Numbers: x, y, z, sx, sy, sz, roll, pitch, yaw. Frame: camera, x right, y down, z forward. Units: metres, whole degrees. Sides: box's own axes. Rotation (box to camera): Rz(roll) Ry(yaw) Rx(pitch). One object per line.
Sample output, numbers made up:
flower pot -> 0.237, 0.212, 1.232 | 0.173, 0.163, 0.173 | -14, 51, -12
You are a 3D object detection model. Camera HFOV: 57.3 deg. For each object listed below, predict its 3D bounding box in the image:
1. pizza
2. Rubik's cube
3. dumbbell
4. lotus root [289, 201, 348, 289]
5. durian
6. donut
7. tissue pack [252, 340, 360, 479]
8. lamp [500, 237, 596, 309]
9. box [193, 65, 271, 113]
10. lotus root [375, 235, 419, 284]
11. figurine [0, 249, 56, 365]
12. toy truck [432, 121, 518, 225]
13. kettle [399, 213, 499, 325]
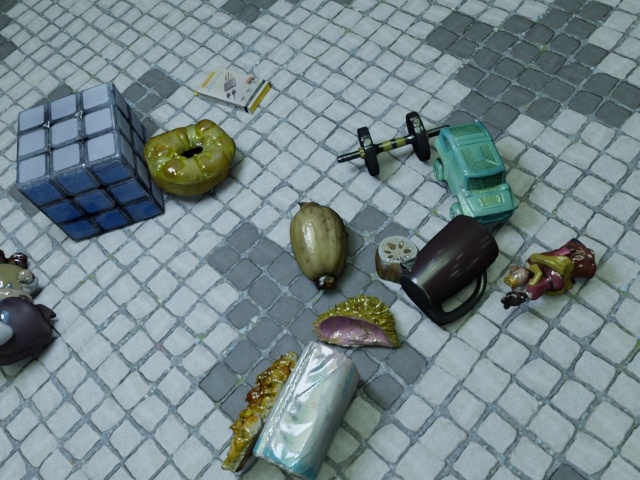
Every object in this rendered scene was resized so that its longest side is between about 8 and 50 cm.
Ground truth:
pizza -> -0.137, 0.383, 1.338 | 0.086, 0.161, 0.305 | 29, 68, 12
Rubik's cube -> -0.664, -0.225, 1.711 | 0.306, 0.301, 0.303 | -19, 58, 0
dumbbell -> 0.204, -0.270, 1.639 | 0.326, 0.143, 0.143 | -16, 59, 3
lotus root -> 0.000, 0.000, 1.540 | 0.155, 0.140, 0.256 | 2, 65, -33
durian -> 0.093, 0.200, 1.426 | 0.183, 0.165, 0.132 | 8, 94, 41
donut -> -0.377, -0.237, 1.722 | 0.262, 0.128, 0.208 | -26, 65, -27
tissue pack -> -0.021, 0.380, 1.294 | 0.124, 0.201, 0.271 | 20, 69, 18
lamp -> 0.524, 0.083, 1.391 | 0.253, 0.118, 0.118 | -24, 59, -2
box -> -0.299, -0.504, 1.943 | 0.247, 0.033, 0.129 | 21, 68, 22
lotus root -> 0.198, 0.043, 1.509 | 0.122, 0.081, 0.112 | 12, 57, 18
figurine -> -0.846, 0.164, 1.599 | 0.206, 0.218, 0.364 | -31, 51, 25
toy truck -> 0.396, -0.167, 1.519 | 0.155, 0.156, 0.278 | -11, 60, -5
kettle -> 0.313, 0.079, 1.428 | 0.232, 0.144, 0.202 | -39, 102, -15
